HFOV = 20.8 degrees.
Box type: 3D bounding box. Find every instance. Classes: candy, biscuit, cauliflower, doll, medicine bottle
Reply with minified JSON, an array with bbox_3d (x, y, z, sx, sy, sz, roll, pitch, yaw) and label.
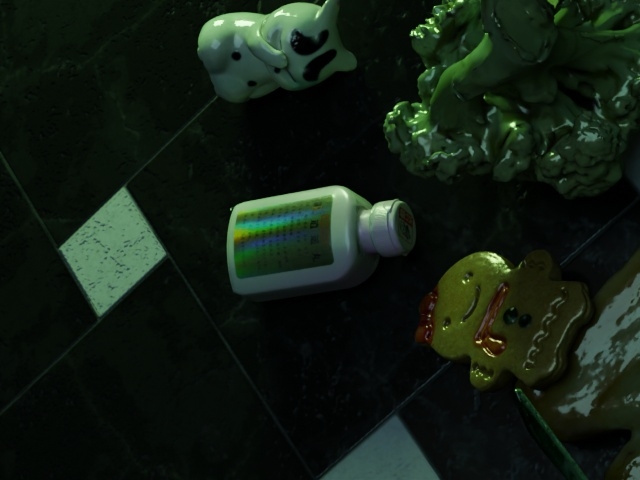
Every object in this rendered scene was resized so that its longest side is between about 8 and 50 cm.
[{"bbox_3d":[0.287,0.274,1.701,0.097,0.097,0.323,-40,84,14],"label":"candy"},{"bbox_3d":[0.189,0.079,1.866,0.225,0.036,0.166,22,84,51],"label":"biscuit"},{"bbox_3d":[0.218,-0.156,1.823,0.327,0.281,0.260,-28,95,13],"label":"cauliflower"},{"bbox_3d":[0.361,0.131,1.774,0.290,0.062,0.237,-49,59,8],"label":"biscuit"},{"bbox_3d":[-0.058,-0.227,2.090,0.181,0.110,0.107,-3,35,30],"label":"doll"},{"bbox_3d":[0.000,0.000,2.007,0.219,0.078,0.115,-9,69,27],"label":"medicine bottle"}]
